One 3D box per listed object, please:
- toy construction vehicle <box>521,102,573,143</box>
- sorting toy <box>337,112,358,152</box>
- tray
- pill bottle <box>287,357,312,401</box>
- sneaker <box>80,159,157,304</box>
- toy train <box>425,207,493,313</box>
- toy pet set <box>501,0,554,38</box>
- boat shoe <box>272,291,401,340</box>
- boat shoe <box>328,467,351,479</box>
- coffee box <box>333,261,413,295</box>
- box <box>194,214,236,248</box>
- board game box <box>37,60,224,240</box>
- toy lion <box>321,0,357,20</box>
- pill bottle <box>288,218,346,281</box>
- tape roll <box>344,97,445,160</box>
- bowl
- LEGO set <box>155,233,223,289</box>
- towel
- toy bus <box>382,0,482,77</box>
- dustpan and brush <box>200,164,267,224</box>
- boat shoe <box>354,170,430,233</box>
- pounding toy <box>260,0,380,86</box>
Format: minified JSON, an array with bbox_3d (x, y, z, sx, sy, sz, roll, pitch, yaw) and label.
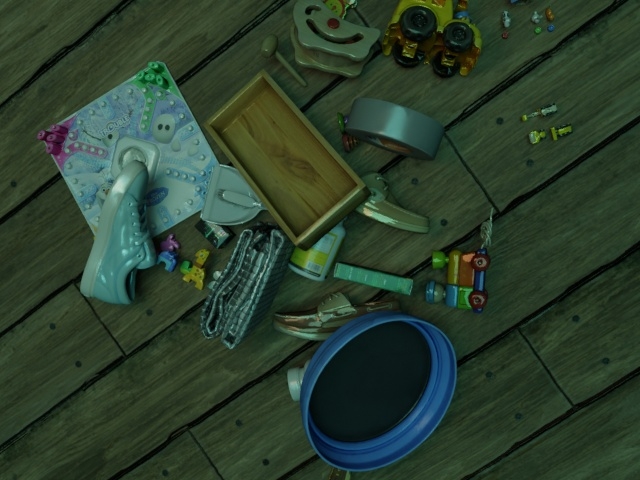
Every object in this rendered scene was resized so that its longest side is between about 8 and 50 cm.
[{"bbox_3d":[0.539,-0.278,1.228,0.098,0.035,0.086,-20,101,9],"label":"toy construction vehicle"},{"bbox_3d":[0.071,-0.269,1.262,0.042,0.061,0.102,-12,114,6],"label":"sorting toy"},{"bbox_3d":[-0.086,-0.195,1.213,0.202,0.076,0.411,-41,69,6],"label":"tray"},{"bbox_3d":[0.015,0.338,1.268,0.180,0.108,0.108,-14,91,6],"label":"pill bottle"},{"bbox_3d":[-0.456,-0.010,1.254,0.150,0.135,0.366,21,107,-6],"label":"sneaker"},{"bbox_3d":[0.333,0.042,1.234,0.143,0.105,0.248,4,93,19],"label":"toy train"},{"bbox_3d":[0.488,-0.547,1.202,0.122,0.065,0.114,-8,92,6],"label":"toy pet set"},{"bbox_3d":[0.045,0.183,1.261,0.324,0.123,0.117,2,89,-3],"label":"boat shoe"},{"bbox_3d":[0.056,0.545,1.295,0.060,0.064,0.178,10,96,4],"label":"boat shoe"},{"bbox_3d":[0.128,0.089,1.246,0.184,0.113,0.041,13,91,7],"label":"coffee box"},{"bbox_3d":[-0.267,-0.025,1.306,0.083,0.062,0.052,44,95,3],"label":"box"},{"bbox_3d":[-0.486,-0.205,1.329,0.389,0.050,0.390,-29,89,7],"label":"board game box"},{"bbox_3d":[0.035,-0.589,1.269,0.096,0.034,0.100,-30,89,14],"label":"toy lion"},{"bbox_3d":[0.000,0.000,1.258,0.103,0.103,0.184,24,94,5],"label":"pill bottle"},{"bbox_3d":[0.168,-0.251,1.171,0.219,0.219,0.072,20,94,5],"label":"tape roll"},{"bbox_3d":[0.133,0.341,1.183,0.390,0.077,0.392,-8,111,-22],"label":"bowl"},{"bbox_3d":[-0.322,0.051,1.304,0.227,0.087,0.093,31,96,3],"label":"LEGO set"},{"bbox_3d":[-0.168,0.089,1.216,0.121,0.235,0.284,24,95,5],"label":"towel"},{"bbox_3d":[0.277,-0.515,1.201,0.220,0.149,0.212,18,78,3],"label":"toy bus"},{"bbox_3d":[-0.178,-0.096,1.285,0.211,0.060,0.148,15,83,-28],"label":"dustpan and brush"},{"bbox_3d":[0.114,-0.115,1.232,0.340,0.121,0.110,24,95,6],"label":"boat shoe"},{"bbox_3d":[-0.003,-0.478,1.253,0.269,0.155,0.154,12,68,-6],"label":"pounding toy"}]
